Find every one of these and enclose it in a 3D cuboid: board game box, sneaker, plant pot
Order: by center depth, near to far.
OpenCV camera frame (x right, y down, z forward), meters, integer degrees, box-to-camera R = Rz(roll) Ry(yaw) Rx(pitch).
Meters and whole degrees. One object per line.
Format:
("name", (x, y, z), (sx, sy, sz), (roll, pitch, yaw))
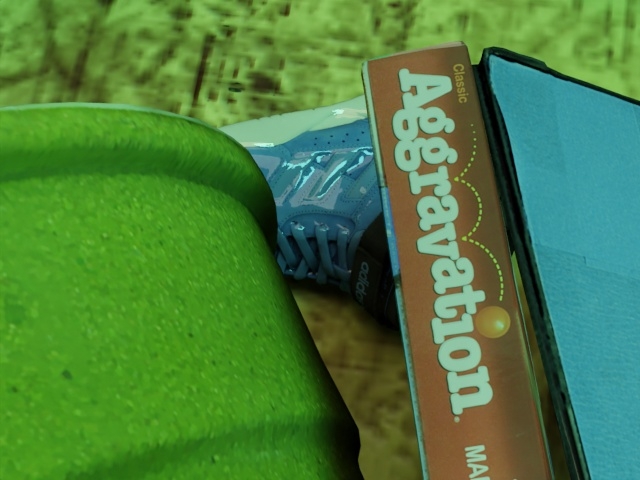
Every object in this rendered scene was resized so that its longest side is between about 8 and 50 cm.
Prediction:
("plant pot", (-0.088, 0.220, 0.410), (0.366, 0.366, 0.353), (-27, 75, -14))
("board game box", (0.052, 0.086, 0.492), (0.027, 0.281, 0.145), (-12, 60, 5))
("sneaker", (0.000, -0.001, 0.672), (0.152, 0.058, 0.084), (-18, 52, -16))

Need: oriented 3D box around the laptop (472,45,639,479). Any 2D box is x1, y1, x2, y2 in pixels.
("laptop", (0.296, 0.100, 0.493), (0.408, 0.236, 0.382), (-17, 61, 10))
